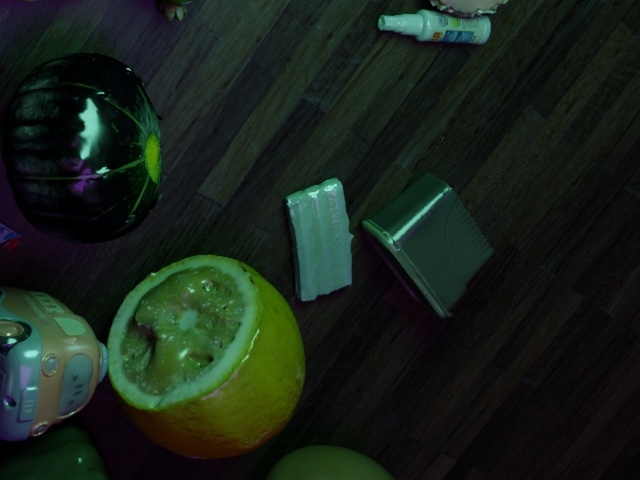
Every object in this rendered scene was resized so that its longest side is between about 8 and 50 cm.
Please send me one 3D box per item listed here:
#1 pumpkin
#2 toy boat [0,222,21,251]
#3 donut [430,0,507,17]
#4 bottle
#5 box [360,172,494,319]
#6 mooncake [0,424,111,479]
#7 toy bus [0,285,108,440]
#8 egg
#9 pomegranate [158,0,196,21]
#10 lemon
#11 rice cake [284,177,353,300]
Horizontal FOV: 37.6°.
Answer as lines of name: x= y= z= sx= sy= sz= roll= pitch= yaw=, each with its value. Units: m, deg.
pumpkin: x=-0.386 y=-0.140 z=1.434 sx=0.295 sy=0.296 sz=0.296 roll=-11 pitch=120 yaw=-20
toy boat: x=-0.570 y=-0.026 z=1.547 sx=0.105 sy=0.034 sz=0.149 roll=-31 pitch=137 yaw=-11
donut: x=0.249 y=-0.507 z=1.649 sx=0.199 sy=0.085 sz=0.233 roll=-14 pitch=121 yaw=-20
bottle: x=0.206 y=-0.391 z=1.707 sx=0.217 sy=0.060 sz=0.060 roll=-1 pitch=116 yaw=-25
box: x=0.227 y=0.012 z=1.887 sx=0.178 sy=0.138 sz=0.274 roll=-43 pitch=126 yaw=-5
mooncake: x=-0.450 y=0.516 z=1.687 sx=0.194 sy=0.356 sz=0.357 roll=-21 pitch=123 yaw=-15
toy bus: x=-0.481 y=0.192 z=1.555 sx=0.232 sy=0.287 sz=0.194 roll=0 pitch=114 yaw=-42
egg: x=0.034 y=0.593 z=1.993 sx=0.301 sy=0.301 sz=0.374 roll=-42 pitch=124 yaw=-1
pomegranate: x=-0.225 y=-0.405 z=1.464 sx=0.114 sy=0.115 sz=0.142 roll=-9 pitch=143 yaw=-22
lemon: x=-0.183 y=0.230 z=1.685 sx=0.364 sy=0.364 sz=0.364 roll=-11 pitch=120 yaw=-20
rice cake: x=0.000 y=0.000 z=1.822 sx=0.127 sy=0.043 sz=0.237 roll=-19 pitch=123 yaw=-18
